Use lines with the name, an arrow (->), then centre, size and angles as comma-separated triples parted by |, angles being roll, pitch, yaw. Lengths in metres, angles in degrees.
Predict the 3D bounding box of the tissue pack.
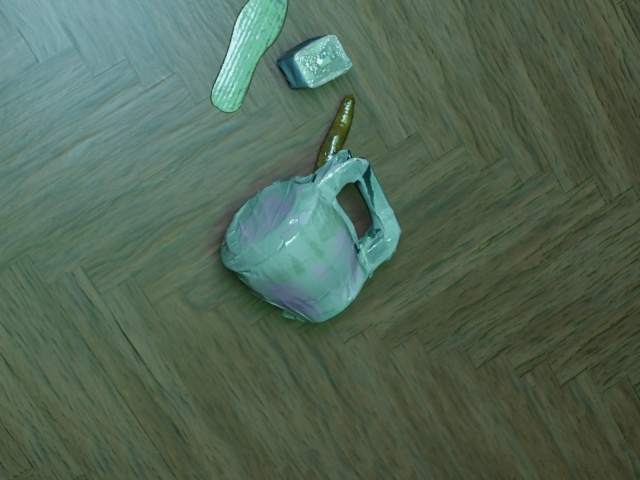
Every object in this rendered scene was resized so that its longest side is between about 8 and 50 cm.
tissue pack -> -0.008, -0.237, 1.596 | 0.074, 0.094, 0.059 | -29, 103, -11

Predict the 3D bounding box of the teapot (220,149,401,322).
teapot -> -0.010, 0.000, 1.608 | 0.178, 0.163, 0.221 | 48, 67, -31

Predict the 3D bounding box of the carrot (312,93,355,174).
carrot -> 0.016, -0.125, 1.651 | 0.035, 0.035, 0.165 | 16, 91, -16

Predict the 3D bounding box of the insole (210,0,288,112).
insole -> -0.096, -0.261, 1.616 | 0.064, 0.004, 0.188 | 24, 91, -16
